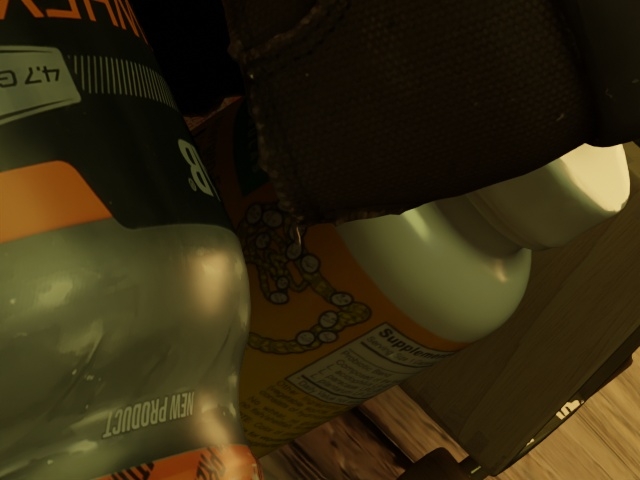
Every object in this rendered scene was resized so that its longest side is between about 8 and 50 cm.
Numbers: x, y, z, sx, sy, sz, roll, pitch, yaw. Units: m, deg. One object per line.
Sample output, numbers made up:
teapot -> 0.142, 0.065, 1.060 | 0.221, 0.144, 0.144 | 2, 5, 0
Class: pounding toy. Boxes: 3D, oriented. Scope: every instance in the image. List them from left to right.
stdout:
pounding toy -> 0.082, 0.033, 0.785 | 0.094, 0.206, 0.181 | 45, 21, 12

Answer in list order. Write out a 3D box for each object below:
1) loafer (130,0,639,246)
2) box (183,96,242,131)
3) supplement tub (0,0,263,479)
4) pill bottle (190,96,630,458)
loafer -> -0.032, -0.117, 0.575 | 0.366, 0.130, 0.134 | 48, -16, 57
box -> 0.052, -0.067, 0.877 | 0.300, 0.142, 0.154 | 38, 35, -35
supplement tub -> -0.141, -0.034, 0.473 | 0.193, 0.193, 0.316 | -8, 71, -60
pill bottle -> 0.000, 0.000, 0.654 | 0.117, 0.208, 0.118 | 39, 34, -34
